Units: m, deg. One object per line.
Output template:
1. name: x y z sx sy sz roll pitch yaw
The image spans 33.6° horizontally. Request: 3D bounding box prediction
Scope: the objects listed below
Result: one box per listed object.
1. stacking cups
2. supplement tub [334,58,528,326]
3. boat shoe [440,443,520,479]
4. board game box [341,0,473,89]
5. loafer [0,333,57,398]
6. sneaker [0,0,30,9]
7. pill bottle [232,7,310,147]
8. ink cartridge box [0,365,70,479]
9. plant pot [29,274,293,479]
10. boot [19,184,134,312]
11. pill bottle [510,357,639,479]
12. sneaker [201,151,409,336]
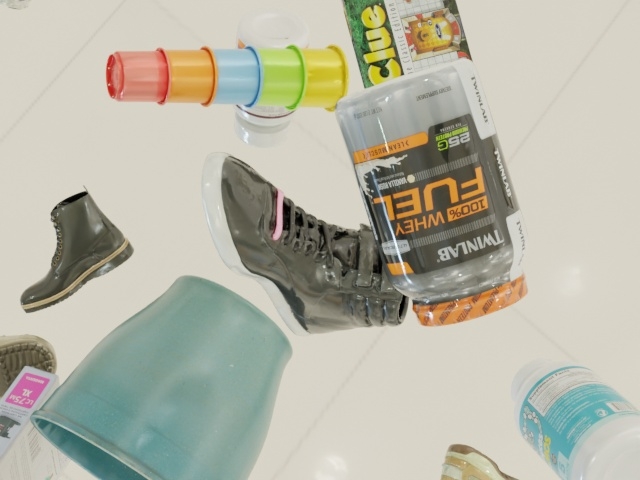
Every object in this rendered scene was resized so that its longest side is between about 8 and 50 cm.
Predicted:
1. stacking cups: -0.124 -0.215 1.403 0.316 0.096 0.095 -4 87 -24
2. supplement tub: 0.092 -0.036 0.829 0.117 0.117 0.190 -20 95 -16
3. boat shoe: 0.221 0.332 1.332 0.190 0.068 0.072 35 63 -15
4. board game box: 0.106 -0.243 1.283 0.136 0.030 0.259 -15 86 -3
5. loafer: -0.501 0.189 1.506 0.269 0.092 0.101 -6 95 -1
6. sneaker: -0.425 -0.387 1.532 0.068 0.170 0.071 19 116 -12
7. pill bottle: -0.089 -0.272 1.802 0.121 0.221 0.121 5 46 -5
8. ink cartridge box: -0.425 0.334 1.367 0.065 0.185 0.311 13 42 10
9. plant pot: -0.175 0.193 1.329 0.272 0.272 0.255 37 66 -10
10. boot: -0.416 0.013 1.683 0.198 0.077 0.137 -34 115 -9
11. pill bottle: 0.372 0.266 1.515 0.146 0.264 0.146 -6 112 -16
12. sneaker: 0.000 0.000 1.019 0.147 0.295 0.104 -7 57 21
